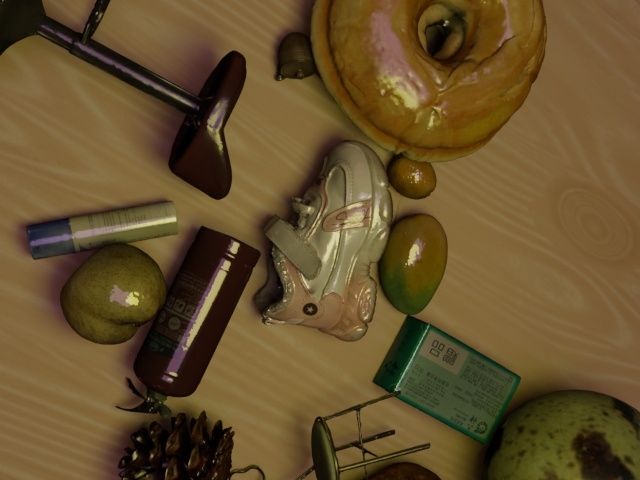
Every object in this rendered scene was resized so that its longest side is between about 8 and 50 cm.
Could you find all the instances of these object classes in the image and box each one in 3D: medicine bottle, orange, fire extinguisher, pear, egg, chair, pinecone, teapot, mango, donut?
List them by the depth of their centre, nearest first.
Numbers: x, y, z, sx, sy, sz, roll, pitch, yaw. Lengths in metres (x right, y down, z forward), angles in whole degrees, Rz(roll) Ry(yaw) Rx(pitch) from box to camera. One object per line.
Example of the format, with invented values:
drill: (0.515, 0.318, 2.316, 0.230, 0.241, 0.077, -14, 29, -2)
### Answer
chair: (-0.277, -0.245, 1.071, 0.400, 0.226, 0.227, 28, 86, -21)
pear: (-0.323, 0.087, 1.116, 0.167, 0.167, 0.136, -44, 89, -10)
medicine bottle: (-0.350, -0.018, 1.150, 0.230, 0.059, 0.059, -11, 99, -17)
pinecone: (-0.235, 0.375, 1.161, 0.207, 0.207, 0.208, -2, 96, -19)
fire extinguisher: (-0.227, 0.146, 1.181, 0.114, 0.135, 0.338, 33, 79, -52)
chair: (0.010, 0.386, 1.221, 0.325, 0.160, 0.170, -9, 130, -15)
donut: (0.197, -0.359, 1.233, 0.448, 0.198, 0.449, -1, 92, -18)
teapot: (-0.031, -0.309, 1.243, 0.110, 0.085, 0.080, 10, 67, -47)
orange: (0.170, -0.119, 1.308, 0.085, 0.085, 0.095, -44, 103, -10)
egg: (0.486, 0.450, 1.327, 0.428, 0.344, 0.345, -12, 102, -60)
mango: (0.174, 0.046, 1.327, 0.130, 0.092, 0.195, -6, 106, -21)

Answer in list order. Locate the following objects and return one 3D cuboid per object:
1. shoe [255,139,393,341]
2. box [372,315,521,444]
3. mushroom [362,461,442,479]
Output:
shoe: (0.001, 0.000, 1.213, 0.198, 0.172, 0.351, 4, 94, -19)
box: (0.244, 0.269, 1.367, 0.244, 0.092, 0.153, 32, 84, -20)
mushroom: (0.135, 0.536, 1.329, 0.253, 0.153, 0.253, -6, 107, -21)
